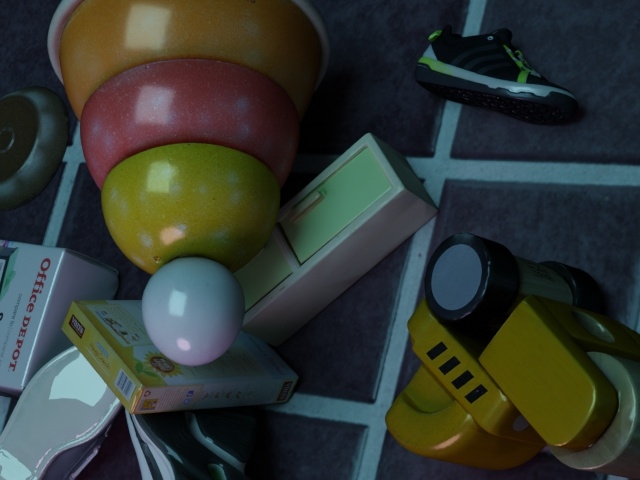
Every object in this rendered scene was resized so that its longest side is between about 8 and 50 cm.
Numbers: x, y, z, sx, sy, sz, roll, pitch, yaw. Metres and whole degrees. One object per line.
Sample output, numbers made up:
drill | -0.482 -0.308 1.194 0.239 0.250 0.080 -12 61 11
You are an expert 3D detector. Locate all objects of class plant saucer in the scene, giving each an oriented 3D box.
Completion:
plant saucer | -0.458 -0.143 2.369 0.199 0.036 0.198 -14 63 30

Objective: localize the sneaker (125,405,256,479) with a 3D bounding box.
sneaker | -0.182 0.330 1.894 0.257 0.169 0.447 -61 29 25

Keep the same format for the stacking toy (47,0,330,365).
stacking toy | -0.161 -0.072 1.891 0.351 0.350 0.479 -20 53 28

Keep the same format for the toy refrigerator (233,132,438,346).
toy refrigerator | 0.000 0.000 1.948 0.269 0.094 0.102 -40 54 16

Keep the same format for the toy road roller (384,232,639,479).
toy road roller | 0.216 0.167 1.667 0.240 0.202 0.329 -58 44 17

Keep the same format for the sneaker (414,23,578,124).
sneaker | 0.209 -0.208 1.893 0.235 0.084 0.097 20 82 39

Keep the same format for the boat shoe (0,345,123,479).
boat shoe | -0.337 0.248 2.076 0.116 0.099 0.319 43 100 18

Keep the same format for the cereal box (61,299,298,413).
cereal box | -0.166 0.135 1.918 0.173 0.240 0.047 44 119 39

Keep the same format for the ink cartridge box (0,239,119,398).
ink cartridge box | -0.435 0.106 2.196 0.278 0.117 0.201 6 75 36
